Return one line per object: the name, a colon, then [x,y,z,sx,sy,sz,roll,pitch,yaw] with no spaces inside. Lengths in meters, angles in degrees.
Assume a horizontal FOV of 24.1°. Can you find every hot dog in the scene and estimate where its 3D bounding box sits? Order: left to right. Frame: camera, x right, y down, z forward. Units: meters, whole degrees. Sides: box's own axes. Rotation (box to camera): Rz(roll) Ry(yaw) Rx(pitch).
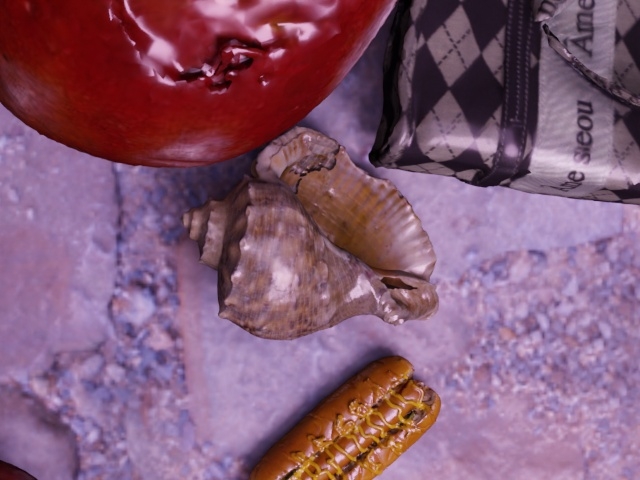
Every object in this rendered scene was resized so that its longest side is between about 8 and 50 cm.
hot dog: [0.015,0.156,1.137,0.165,0.045,0.071,-40,103,-4]

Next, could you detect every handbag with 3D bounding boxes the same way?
handbag: [0.257,-0.178,1.084,0.416,0.180,0.317,7,88,-8]

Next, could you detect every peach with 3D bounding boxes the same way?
peach: [-0.096,-0.238,0.972,0.339,0.353,0.416,21,134,-5]

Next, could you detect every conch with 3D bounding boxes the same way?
conch: [0.000,0.000,1.075,0.207,0.130,0.155,15,88,-16]

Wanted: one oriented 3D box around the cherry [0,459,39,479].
cherry: [-0.252,0.266,1.009,0.206,0.239,0.239,16,93,-14]
